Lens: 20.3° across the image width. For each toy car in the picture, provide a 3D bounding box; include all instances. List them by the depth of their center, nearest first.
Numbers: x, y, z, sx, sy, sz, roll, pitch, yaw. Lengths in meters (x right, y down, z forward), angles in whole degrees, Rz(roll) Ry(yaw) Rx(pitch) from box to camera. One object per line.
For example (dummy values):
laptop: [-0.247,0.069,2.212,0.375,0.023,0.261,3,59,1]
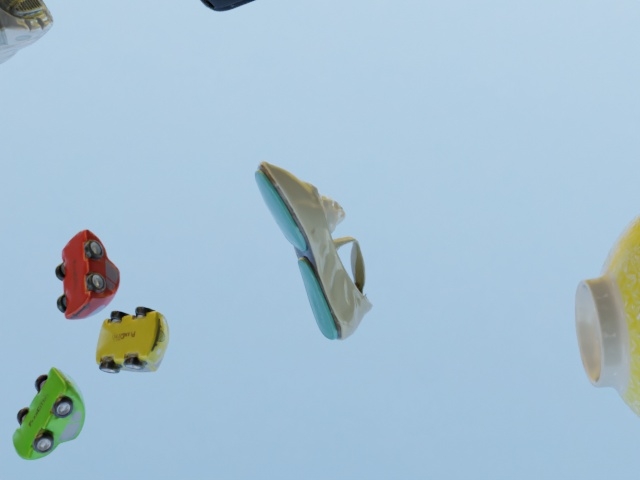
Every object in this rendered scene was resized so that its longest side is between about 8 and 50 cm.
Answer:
toy car: [-0.244,0.130,1.842,0.053,0.225,0.239,24,-169,-37]

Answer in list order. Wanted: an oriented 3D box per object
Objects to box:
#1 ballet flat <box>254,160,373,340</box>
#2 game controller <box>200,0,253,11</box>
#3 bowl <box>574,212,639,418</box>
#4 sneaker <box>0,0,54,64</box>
ballet flat: [0.000,0.000,2.040,0.086,0.248,0.086,-16,-149,10]
game controller: [-0.061,-0.410,2.012,0.166,0.067,0.319,-9,-118,32]
bowl: [0.356,0.089,1.875,0.156,0.289,0.289,-7,-138,-4]
sneaker: [-0.278,-0.125,1.220,0.090,0.115,0.232,49,-156,12]
